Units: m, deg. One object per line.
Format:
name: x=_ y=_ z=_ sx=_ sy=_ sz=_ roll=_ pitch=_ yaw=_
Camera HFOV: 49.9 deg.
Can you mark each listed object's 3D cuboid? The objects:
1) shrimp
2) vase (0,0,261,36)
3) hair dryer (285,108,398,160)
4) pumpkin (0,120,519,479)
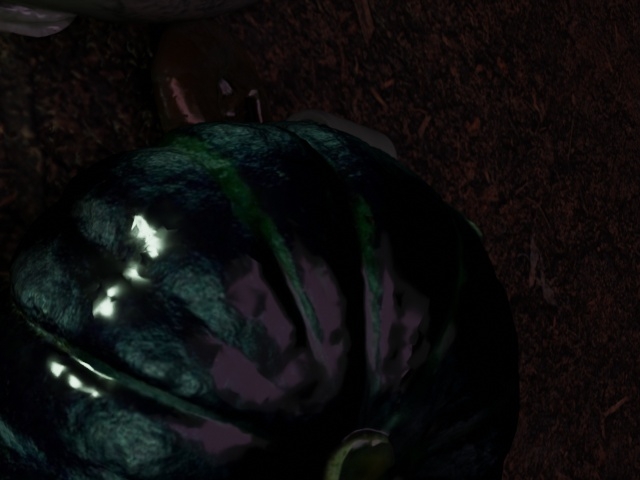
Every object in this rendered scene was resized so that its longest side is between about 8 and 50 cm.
shrimp: x=-0.071 y=-0.076 z=0.610 sx=0.143 sy=0.052 sz=0.250 roll=-43 pitch=125 yaw=-51
vase: x=-0.186 y=-0.233 z=0.376 sx=0.445 sy=0.250 sz=0.249 roll=-20 pitch=102 yaw=-41
hair dryer: x=0.000 y=0.000 z=0.663 sx=0.131 sy=0.073 sz=0.236 roll=2 pitch=100 yaw=-61
pumpkin: x=-0.042 y=0.102 z=0.465 sx=0.364 sy=0.266 sz=0.363 roll=-9 pitch=106 yaw=-33
